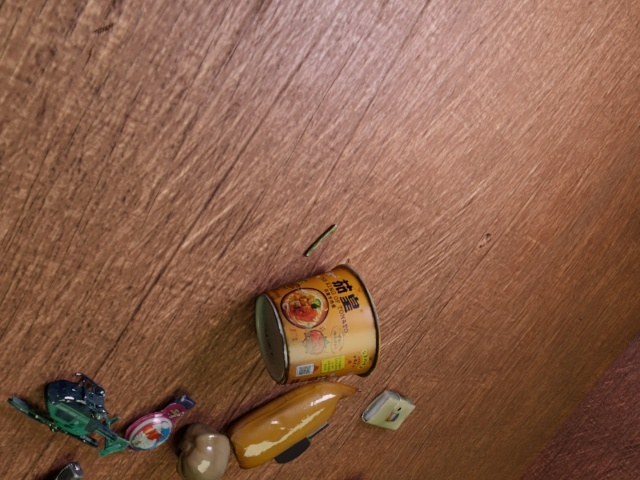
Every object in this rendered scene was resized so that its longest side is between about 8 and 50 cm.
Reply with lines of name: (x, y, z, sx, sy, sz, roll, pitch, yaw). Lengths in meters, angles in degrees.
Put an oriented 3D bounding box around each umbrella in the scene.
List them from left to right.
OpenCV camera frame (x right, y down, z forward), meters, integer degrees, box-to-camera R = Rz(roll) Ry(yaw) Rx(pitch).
umbrella: (-0.496, 0.472, 0.863, 0.236, 0.059, 0.066, -47, 160, -3)

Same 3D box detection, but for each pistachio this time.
pistachio: (-0.231, 0.426, 1.000, 0.113, 0.113, 0.149, -31, 143, -16)

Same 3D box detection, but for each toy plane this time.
toy plane: (-0.384, 0.291, 0.819, 0.096, 0.060, 0.235, -33, 132, -4)

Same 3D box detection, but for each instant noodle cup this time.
instant noodle cup: (-0.014, 0.160, 0.918, 0.172, 0.216, 0.216, -9, 125, -22)

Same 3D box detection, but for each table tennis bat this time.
table tennis bat: (-0.046, 0.503, 1.262, 0.158, 0.014, 0.095, -34, 134, -12)

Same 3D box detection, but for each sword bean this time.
sword bean: (0.000, 0.000, 0.944, 0.083, 0.012, 0.012, -44, 136, -1)

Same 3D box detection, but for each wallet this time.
wallet: (0.192, 0.473, 1.408, 0.110, 0.039, 0.155, -49, 136, 6)

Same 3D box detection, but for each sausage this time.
sausage: (-0.049, 0.382, 1.110, 0.328, 0.112, 0.112, -22, 131, -25)

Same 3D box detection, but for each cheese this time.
cheese: (-0.298, 0.340, 0.933, 0.145, 0.038, 0.095, -40, 136, -7)
